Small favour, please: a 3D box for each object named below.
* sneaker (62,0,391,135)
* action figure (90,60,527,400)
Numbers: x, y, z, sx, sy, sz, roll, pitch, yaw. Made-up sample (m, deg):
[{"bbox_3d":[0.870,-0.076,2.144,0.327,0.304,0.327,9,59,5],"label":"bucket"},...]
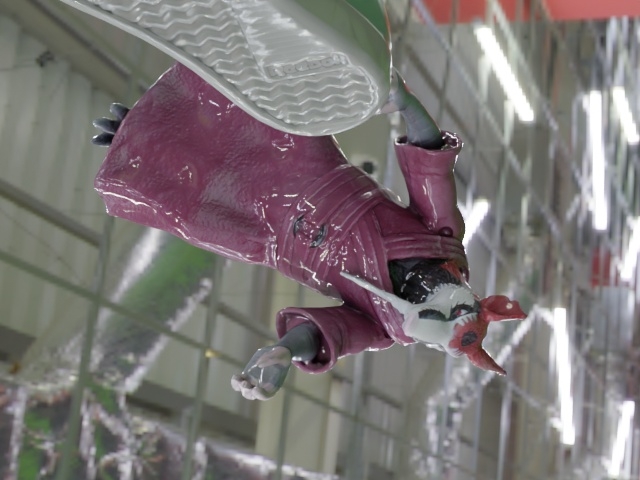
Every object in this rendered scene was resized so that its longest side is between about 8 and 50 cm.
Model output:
[{"bbox_3d":[-0.063,-0.163,0.475,0.256,0.094,0.151,38,-140,-45],"label":"sneaker"},{"bbox_3d":[0.000,0.000,0.930,0.248,0.370,0.276,-52,-21,-4],"label":"action figure"}]
